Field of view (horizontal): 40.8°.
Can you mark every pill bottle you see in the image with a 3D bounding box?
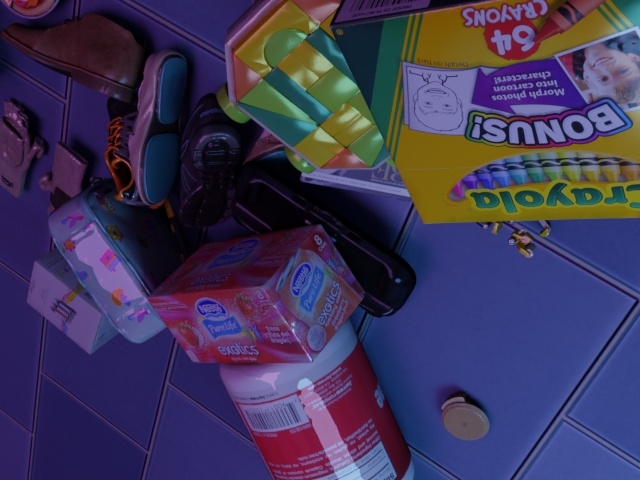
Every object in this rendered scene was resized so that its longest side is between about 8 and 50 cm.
[{"bbox_3d":[0.015,0.327,1.416,0.229,0.229,0.408,-12,109,38],"label":"pill bottle"}]

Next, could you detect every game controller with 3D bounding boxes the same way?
[{"bbox_3d":[0.000,0.000,1.317,0.319,0.067,0.166,34,144,8],"label":"game controller"}]

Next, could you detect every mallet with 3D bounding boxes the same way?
[{"bbox_3d":[-0.250,-0.049,1.467,0.062,0.039,0.190,-37,71,41],"label":"mallet"}]

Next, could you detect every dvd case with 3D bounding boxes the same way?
[{"bbox_3d":[0.070,-0.161,1.188,0.164,0.018,0.221,11,126,-2],"label":"dvd case"}]

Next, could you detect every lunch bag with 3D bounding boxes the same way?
[{"bbox_3d":[-0.322,0.018,1.476,0.108,0.224,0.279,-31,96,21],"label":"lunch bag"}]

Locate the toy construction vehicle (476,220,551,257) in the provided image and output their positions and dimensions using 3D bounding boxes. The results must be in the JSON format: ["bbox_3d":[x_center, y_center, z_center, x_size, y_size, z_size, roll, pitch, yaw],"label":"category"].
[{"bbox_3d":[0.255,-0.027,1.141,0.098,0.086,0.035,39,125,10],"label":"toy construction vehicle"}]

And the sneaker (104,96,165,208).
[{"bbox_3d":[-0.320,-0.155,1.434,0.084,0.083,0.215,-31,73,42],"label":"sneaker"}]

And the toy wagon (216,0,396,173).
[{"bbox_3d":[0.048,-0.187,1.092,0.344,0.068,0.267,37,123,-28],"label":"toy wagon"}]

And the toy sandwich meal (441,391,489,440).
[{"bbox_3d":[0.231,0.283,1.379,0.085,0.029,0.086,10,123,16],"label":"toy sandwich meal"}]

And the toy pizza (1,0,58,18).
[{"bbox_3d":[-0.495,-0.466,1.413,0.201,0.032,0.201,12,114,29],"label":"toy pizza"}]

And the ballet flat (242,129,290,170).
[{"bbox_3d":[-0.042,-0.158,1.291,0.206,0.073,0.067,-19,77,37],"label":"ballet flat"}]

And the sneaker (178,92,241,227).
[{"bbox_3d":[-0.178,-0.121,1.390,0.267,0.101,0.106,113,147,-52],"label":"sneaker"}]

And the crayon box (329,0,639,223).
[{"bbox_3d":[0.238,-0.158,0.921,0.362,0.106,0.313,-1,139,30],"label":"crayon box"}]

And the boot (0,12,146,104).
[{"bbox_3d":[-0.406,-0.325,1.431,0.305,0.112,0.115,24,97,27],"label":"boot"}]

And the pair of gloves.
[{"bbox_3d":[-0.529,-0.136,1.643,0.240,0.042,0.204,33,133,17],"label":"pair of gloves"}]

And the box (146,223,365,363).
[{"bbox_3d":[-0.103,0.086,1.316,0.300,0.154,0.142,-8,121,47],"label":"box"}]

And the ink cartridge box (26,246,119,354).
[{"bbox_3d":[-0.455,0.103,1.673,0.176,0.128,0.127,36,131,10],"label":"ink cartridge box"}]

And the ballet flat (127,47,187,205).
[{"bbox_3d":[-0.265,-0.183,1.374,0.086,0.086,0.249,18,102,25],"label":"ballet flat"}]
